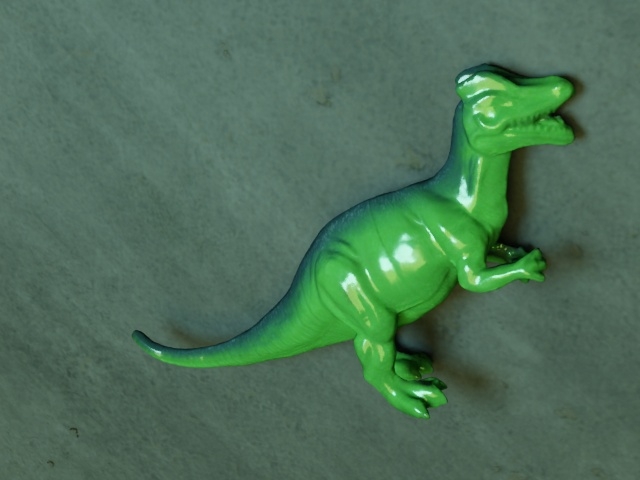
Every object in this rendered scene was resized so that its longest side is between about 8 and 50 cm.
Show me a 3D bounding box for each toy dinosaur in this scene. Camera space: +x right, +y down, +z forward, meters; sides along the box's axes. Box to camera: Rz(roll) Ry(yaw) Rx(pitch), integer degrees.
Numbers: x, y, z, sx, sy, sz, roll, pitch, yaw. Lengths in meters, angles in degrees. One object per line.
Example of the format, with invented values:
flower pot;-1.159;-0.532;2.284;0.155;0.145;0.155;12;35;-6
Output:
toy dinosaur;0.000;0.000;1.015;0.500;0.144;0.374;5;114;16
